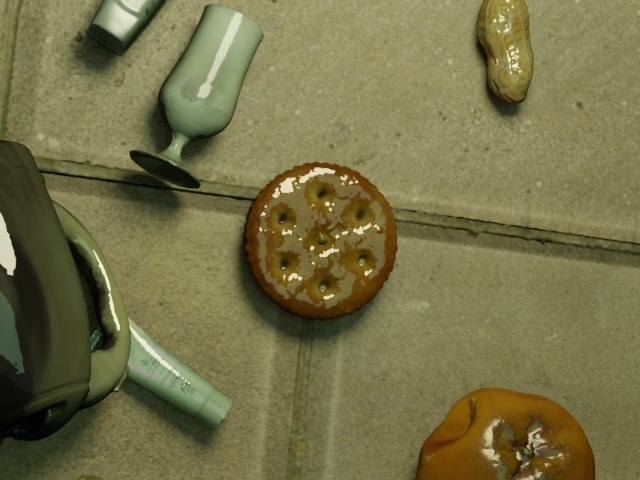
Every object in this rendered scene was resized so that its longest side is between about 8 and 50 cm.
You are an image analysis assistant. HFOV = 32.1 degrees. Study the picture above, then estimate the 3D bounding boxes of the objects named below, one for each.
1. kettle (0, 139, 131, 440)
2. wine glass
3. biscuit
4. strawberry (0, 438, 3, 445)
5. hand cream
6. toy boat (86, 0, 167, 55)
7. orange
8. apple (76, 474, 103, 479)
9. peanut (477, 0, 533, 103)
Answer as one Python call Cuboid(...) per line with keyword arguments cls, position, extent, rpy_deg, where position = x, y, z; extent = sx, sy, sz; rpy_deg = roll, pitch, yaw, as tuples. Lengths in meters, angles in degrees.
Cuboid(cls="kettle", position=(-0.358, 0.074, 1.315), extent=(0.321, 0.228, 0.324), rpy_deg=(-9, 72, -58))
Cuboid(cls="wine glass", position=(-0.159, -0.192, 1.463), extent=(0.103, 0.103, 0.231), rpy_deg=(26, 76, -14))
Cuboid(cls="biscuit", position=(0.000, 0.000, 1.517), extent=(0.221, 0.066, 0.220), rpy_deg=(1, 87, -13))
Cuboid(cls="strawberry", position=(-0.448, 0.217, 1.355), extent=(0.145, 0.086, 0.145), rpy_deg=(4, 76, -15))
Cuboid(cls="hand cream", position=(-0.209, 0.173, 1.452), extent=(0.205, 0.050, 0.078), rpy_deg=(36, 79, -7))
Cuboid(cls="toy boat", position=(-0.223, -0.356, 1.472), extent=(0.078, 0.085, 0.260), rpy_deg=(33, 67, -13))
Cuboid(cls="orange", position=(0.257, 0.316, 1.490), extent=(0.249, 0.183, 0.249), rpy_deg=(3, 69, -8))
Cuboid(cls="apple", position=(-0.334, 0.406, 1.329), extent=(0.265, 0.193, 0.120), rpy_deg=(-37, 107, -19))
Cuboid(cls="peanut", position=(0.267, -0.284, 1.611), extent=(0.080, 0.080, 0.174), rpy_deg=(-7, 88, -17))
